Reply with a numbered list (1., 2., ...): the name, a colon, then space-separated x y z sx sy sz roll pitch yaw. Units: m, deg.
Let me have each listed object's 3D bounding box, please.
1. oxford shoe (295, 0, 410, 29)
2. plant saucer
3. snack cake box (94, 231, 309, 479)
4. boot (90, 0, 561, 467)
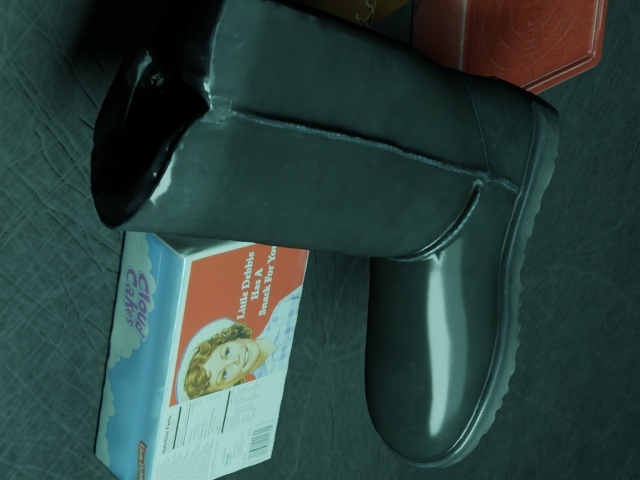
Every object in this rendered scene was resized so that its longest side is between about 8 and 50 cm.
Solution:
1. oxford shoe: 0.022 -0.193 1.593 0.212 0.076 0.076 -30 135 -31
2. plant saucer: 0.198 -0.234 1.774 0.259 0.048 0.258 -27 135 -33
3. snack cake box: -0.107 0.091 1.657 0.152 0.089 0.264 -14 127 -39
4. boot: 0.000 -0.002 1.515 0.445 0.146 0.367 12 89 -51
